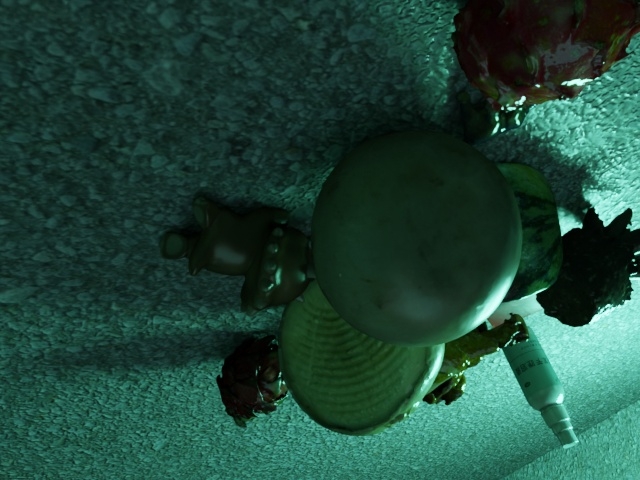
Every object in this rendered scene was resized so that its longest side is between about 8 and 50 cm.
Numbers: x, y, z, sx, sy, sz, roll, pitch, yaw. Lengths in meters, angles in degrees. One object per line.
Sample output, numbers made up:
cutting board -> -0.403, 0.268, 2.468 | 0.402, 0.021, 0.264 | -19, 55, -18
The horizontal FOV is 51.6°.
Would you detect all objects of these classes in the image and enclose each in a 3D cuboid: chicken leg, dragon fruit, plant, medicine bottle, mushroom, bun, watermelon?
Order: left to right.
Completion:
dragon fruit -> -0.150, 0.320, 1.543 | 0.182, 0.182, 0.188 | -45, 177, 33
bun -> 0.096, 0.215, 1.384 | 0.364, 0.364, 0.202 | -36, 156, 24
mushroom -> 0.153, -0.004, 1.125 | 0.362, 0.363, 0.294 | -9, -175, -15
chicken leg -> 0.329, 0.302, 1.673 | 0.409, 0.182, 0.295 | -23, 126, 11
watermelon -> 0.355, -0.010, 1.320 | 0.212, 0.262, 0.201 | -9, 173, -20
medicine bottle -> 0.639, 0.425, 1.917 | 0.110, 0.352, 0.110 | -13, 146, -9
dragon fruit -> 0.308, -0.284, 0.871 | 0.267, 0.205, 0.210 | -8, 139, 11
plant -> 0.613, 0.061, 1.460 | 0.320, 0.181, 0.194 | -29, 126, -33

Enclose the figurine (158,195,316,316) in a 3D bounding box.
figurine -> -0.123, 0.041, 1.155 | 0.247, 0.173, 0.177 | 15, 134, -41

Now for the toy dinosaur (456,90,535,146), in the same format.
toy dinosaur -> 0.312, -0.204, 1.141 | 0.247, 0.075, 0.188 | -26, 156, 0

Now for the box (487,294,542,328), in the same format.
box -> 0.460, 0.095, 1.597 | 0.197, 0.089, 0.313 | -26, 146, 14

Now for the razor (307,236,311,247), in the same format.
razor -> -0.001, -0.004, 1.285 | 0.211, 0.036, 0.084 | -21, 123, 13
